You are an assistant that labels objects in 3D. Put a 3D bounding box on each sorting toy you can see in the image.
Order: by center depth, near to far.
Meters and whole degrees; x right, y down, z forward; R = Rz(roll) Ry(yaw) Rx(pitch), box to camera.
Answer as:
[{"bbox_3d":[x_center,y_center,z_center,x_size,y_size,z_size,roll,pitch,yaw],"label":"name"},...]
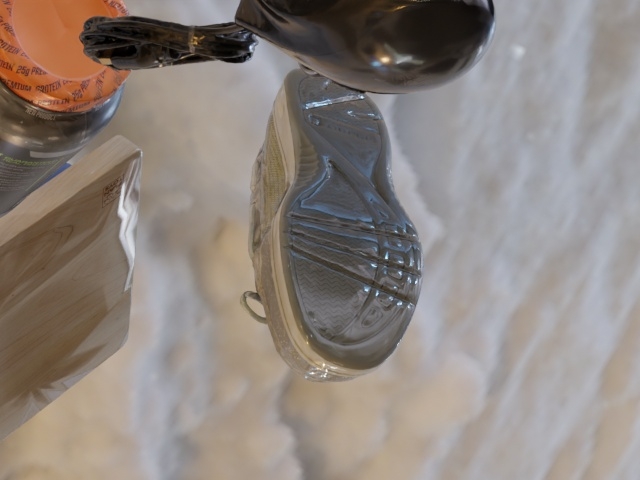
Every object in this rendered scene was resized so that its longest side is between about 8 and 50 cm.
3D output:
[{"bbox_3d":[-0.267,0.051,1.566,0.257,0.089,0.255,-38,155,-33],"label":"sorting toy"}]

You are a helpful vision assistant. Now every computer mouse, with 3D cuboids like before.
[{"bbox_3d":[-0.022,-0.073,0.759,0.071,0.242,0.041,6,86,-34],"label":"computer mouse"}]

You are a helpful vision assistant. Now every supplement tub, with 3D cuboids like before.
[{"bbox_3d":[-0.192,-0.089,1.201,0.117,0.117,0.190,-30,178,-38],"label":"supplement tub"}]

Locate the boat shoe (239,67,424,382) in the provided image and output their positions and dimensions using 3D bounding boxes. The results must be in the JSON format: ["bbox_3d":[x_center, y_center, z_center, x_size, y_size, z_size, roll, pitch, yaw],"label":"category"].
[{"bbox_3d":[-0.002,-0.002,1.481,0.118,0.320,0.103,17,126,-21],"label":"boat shoe"}]
